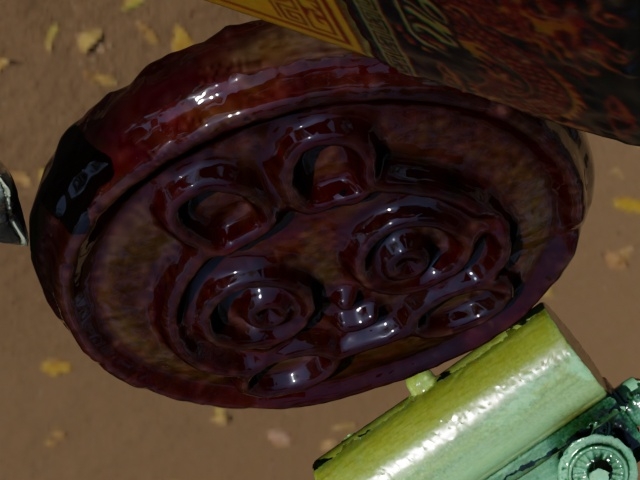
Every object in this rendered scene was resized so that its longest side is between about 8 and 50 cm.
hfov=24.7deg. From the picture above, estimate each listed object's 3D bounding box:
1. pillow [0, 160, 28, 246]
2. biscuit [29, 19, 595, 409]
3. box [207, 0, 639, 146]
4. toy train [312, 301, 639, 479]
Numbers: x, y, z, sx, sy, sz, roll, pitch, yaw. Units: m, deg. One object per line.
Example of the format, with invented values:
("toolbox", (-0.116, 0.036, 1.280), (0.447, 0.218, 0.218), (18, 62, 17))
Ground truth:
("pillow", (-0.232, -0.044, 0.862), (0.135, 0.055, 0.091), (32, 132, 12))
("biscuit", (0.000, 0.000, 1.043), (0.407, 0.091, 0.407), (-7, 145, -5))
("box", (-0.059, -0.189, 0.485), (0.415, 0.116, 0.264), (23, 165, 25))
("toy train", (0.142, 0.190, 1.256), (0.307, 0.126, 0.189), (-36, 108, 11))
